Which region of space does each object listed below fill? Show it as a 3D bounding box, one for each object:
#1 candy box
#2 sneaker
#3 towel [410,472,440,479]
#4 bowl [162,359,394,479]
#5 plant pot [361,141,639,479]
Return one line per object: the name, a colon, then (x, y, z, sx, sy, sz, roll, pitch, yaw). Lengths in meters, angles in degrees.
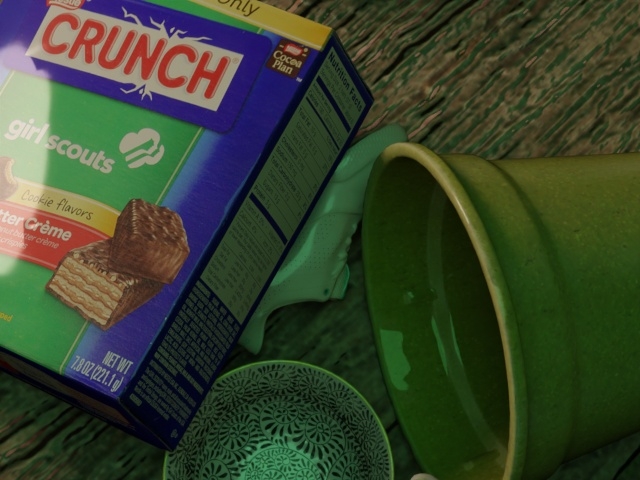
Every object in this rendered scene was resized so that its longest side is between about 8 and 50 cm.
candy box: (-0.155, -0.046, 1.382, 0.268, 0.122, 0.317, 22, 73, 24)
sneaker: (0.000, 0.000, 1.442, 0.212, 0.080, 0.094, -41, 92, -4)
towel: (0.093, 0.397, 1.244, 0.320, 0.090, 0.374, 35, 102, 13)
bowl: (-0.031, 0.180, 1.382, 0.170, 0.080, 0.170, 0, 75, -2)
plant pot: (0.196, 0.042, 1.352, 0.254, 0.276, 0.276, -11, 76, -17)
